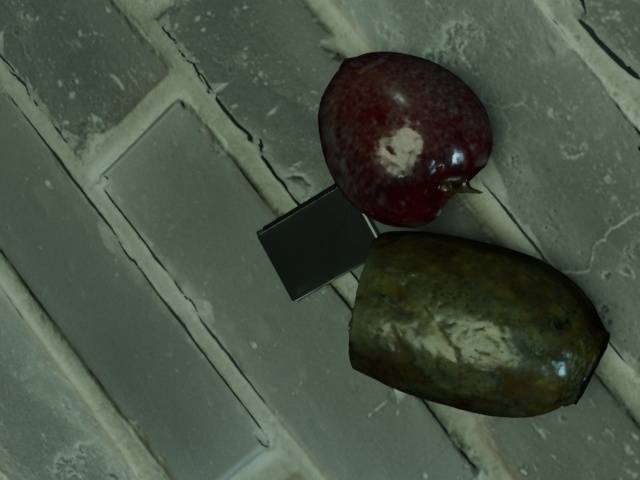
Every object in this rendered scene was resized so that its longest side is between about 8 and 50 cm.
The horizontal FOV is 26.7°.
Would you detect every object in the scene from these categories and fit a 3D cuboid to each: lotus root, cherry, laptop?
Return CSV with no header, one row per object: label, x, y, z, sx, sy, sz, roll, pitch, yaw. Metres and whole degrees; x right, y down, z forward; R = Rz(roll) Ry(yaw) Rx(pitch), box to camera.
lotus root,0.223,0.123,1.881,0.346,0.250,0.250,18,104,14
cherry,0.111,-0.149,1.898,0.230,0.203,0.300,-49,65,23
laptop,0.000,0.000,2.063,0.180,0.016,0.129,-30,86,24

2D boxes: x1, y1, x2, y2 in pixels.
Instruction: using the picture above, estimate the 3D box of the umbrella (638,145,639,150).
umbrella,0.507,-0.105,1.839,0.149,0.022,0.022,19,68,10
